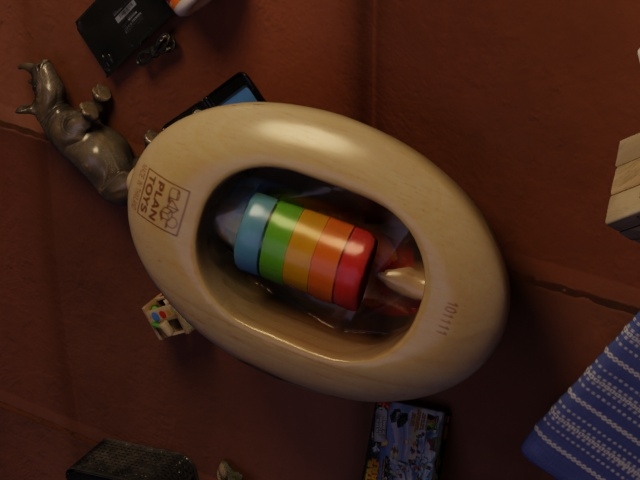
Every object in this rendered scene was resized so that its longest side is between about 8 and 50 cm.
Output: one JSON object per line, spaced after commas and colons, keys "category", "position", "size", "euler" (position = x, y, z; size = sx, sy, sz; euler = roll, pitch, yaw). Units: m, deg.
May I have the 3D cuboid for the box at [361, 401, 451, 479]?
{"category": "box", "position": [0.100, 0.264, 1.722], "size": [0.094, 0.027, 0.137], "euler": [10, 88, 31]}

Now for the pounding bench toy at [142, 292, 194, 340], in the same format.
{"category": "pounding bench toy", "position": [-0.196, 0.099, 1.843], "size": [0.065, 0.083, 0.052], "euler": [-17, 106, 40]}

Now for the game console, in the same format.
{"category": "game console", "position": [-0.105, -0.113, 1.661], "size": [0.122, 0.107, 0.071], "euler": [55, 161, -4]}

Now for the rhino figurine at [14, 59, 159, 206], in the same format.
{"category": "rhino figurine", "position": [-0.294, -0.137, 1.781], "size": [0.243, 0.073, 0.106], "euler": [42, 130, 9]}

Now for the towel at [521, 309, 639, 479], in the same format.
{"category": "towel", "position": [0.385, 0.191, 1.492], "size": [0.243, 0.040, 0.336], "euler": [35, 130, 2]}

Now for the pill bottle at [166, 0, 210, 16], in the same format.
{"category": "pill bottle", "position": [-0.166, -0.327, 1.563], "size": [0.152, 0.086, 0.086], "euler": [53, 133, -1]}

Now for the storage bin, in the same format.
{"category": "storage bin", "position": [-0.263, 0.366, 2.055], "size": [0.180, 0.084, 0.122], "euler": [6, 119, 34]}

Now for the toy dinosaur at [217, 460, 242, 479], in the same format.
{"category": "toy dinosaur", "position": [-0.087, 0.434, 1.988], "size": [0.118, 0.064, 0.268], "euler": [-32, 98, 36]}

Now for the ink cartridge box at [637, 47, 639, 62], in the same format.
{"category": "ink cartridge box", "position": [0.397, -0.158, 1.213], "size": [0.208, 0.153, 0.087], "euler": [-3, 113, 36]}

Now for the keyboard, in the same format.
{"category": "keyboard", "position": [-0.213, -0.257, 1.685], "size": [0.180, 0.023, 0.108], "euler": [-35, 87, 44]}

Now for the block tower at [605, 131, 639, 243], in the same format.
{"category": "block tower", "position": [0.396, 0.001, 1.243], "size": [0.335, 0.091, 0.097], "euler": [28, 153, -23]}

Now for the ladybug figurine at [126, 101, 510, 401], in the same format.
{"category": "ladybug figurine", "position": [0.000, 0.000, 1.560], "size": [0.449, 0.162, 0.305], "euler": [24, 113, 13]}
